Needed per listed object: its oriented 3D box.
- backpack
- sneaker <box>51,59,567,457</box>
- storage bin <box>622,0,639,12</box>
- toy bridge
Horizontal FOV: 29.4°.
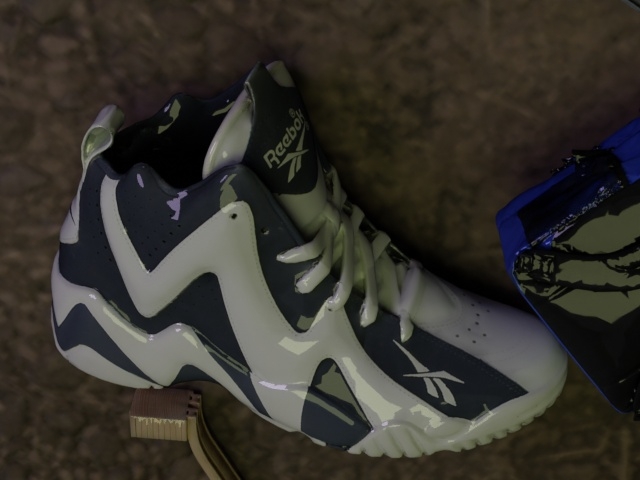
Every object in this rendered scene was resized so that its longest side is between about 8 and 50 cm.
[{"bbox_3d":[0.143,-0.010,0.498,0.120,0.101,0.098,-35,114,18],"label":"backpack"},{"bbox_3d":[0.000,0.000,0.520,0.235,0.094,0.153,15,130,8],"label":"sneaker"},{"bbox_3d":[0.183,-0.149,0.422,0.122,0.084,0.180,31,118,-12],"label":"storage bin"},{"bbox_3d":[-0.069,0.162,0.662,0.063,0.026,0.188,4,121,2],"label":"toy bridge"}]
